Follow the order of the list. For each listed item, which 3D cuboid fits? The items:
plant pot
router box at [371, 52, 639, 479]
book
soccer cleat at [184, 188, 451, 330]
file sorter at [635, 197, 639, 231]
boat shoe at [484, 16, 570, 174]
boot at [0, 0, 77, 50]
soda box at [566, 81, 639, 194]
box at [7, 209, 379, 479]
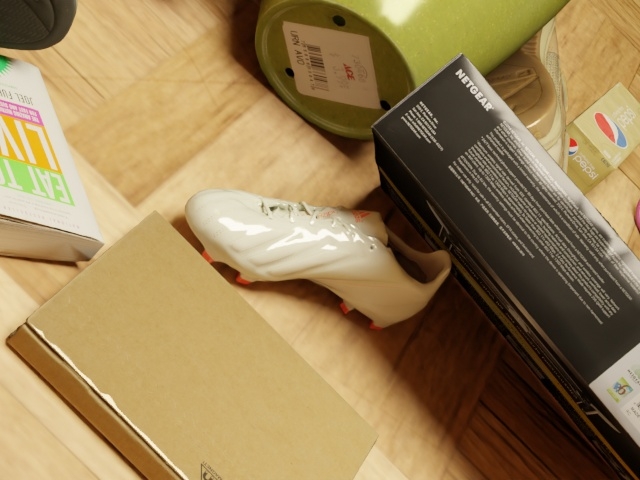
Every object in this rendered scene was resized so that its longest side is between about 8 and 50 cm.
[{"bbox_3d":[0.074,-0.224,1.182,0.275,0.275,0.293,40,55,-11],"label":"plant pot"},{"bbox_3d":[0.162,0.035,1.031,0.309,0.081,0.243,51,-2,7],"label":"router box"},{"bbox_3d":[-0.188,-0.054,0.865,0.096,0.035,0.144,12,42,-46],"label":"book"},{"bbox_3d":[0.000,0.000,0.985,0.196,0.076,0.068,23,38,-34],"label":"soccer cleat"},{"bbox_3d":[0.483,0.011,1.455,0.290,0.202,0.182,24,34,-33],"label":"file sorter"},{"bbox_3d":[0.158,-0.130,1.320,0.341,0.121,0.110,-80,156,-57],"label":"boat shoe"},{"bbox_3d":[-0.244,-0.224,0.921,0.236,0.085,0.179,26,34,-12],"label":"boot"},{"bbox_3d":[0.272,-0.098,1.456,0.061,0.058,0.181,49,31,4],"label":"soda box"},{"bbox_3d":[-0.064,0.087,0.859,0.201,0.021,0.164,45,30,-2],"label":"box"}]
